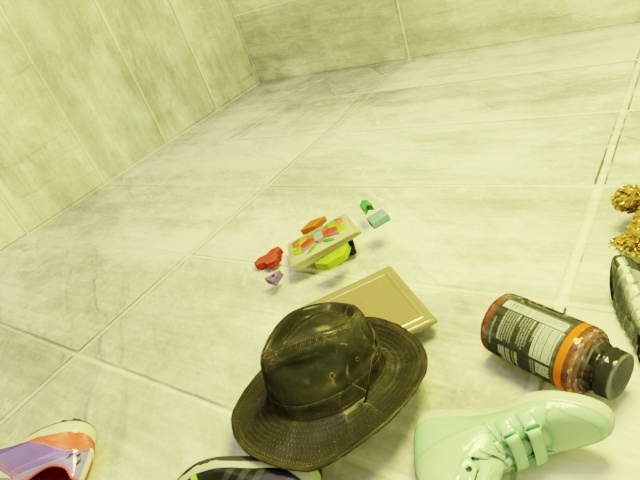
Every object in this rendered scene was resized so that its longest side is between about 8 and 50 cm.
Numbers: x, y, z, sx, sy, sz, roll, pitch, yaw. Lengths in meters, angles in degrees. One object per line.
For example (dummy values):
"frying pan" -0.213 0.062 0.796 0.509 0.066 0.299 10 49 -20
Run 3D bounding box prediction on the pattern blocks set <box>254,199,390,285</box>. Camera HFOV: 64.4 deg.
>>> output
"pattern blocks set" 0.000 0.000 1.221 0.325 0.026 0.285 -34 23 -9

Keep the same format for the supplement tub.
"supplement tub" 0.348 0.158 0.757 0.106 0.106 0.198 -35 34 -23

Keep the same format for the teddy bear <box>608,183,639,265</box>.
"teddy bear" 0.659 -0.057 0.912 0.338 0.113 0.245 -31 34 -18

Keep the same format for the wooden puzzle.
"wooden puzzle" 0.083 0.152 0.993 0.221 0.044 0.238 -24 26 -6

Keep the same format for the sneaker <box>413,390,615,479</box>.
"sneaker" 0.239 0.280 0.633 0.256 0.094 0.151 -18 23 24

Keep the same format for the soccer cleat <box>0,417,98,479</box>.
"soccer cleat" -0.549 0.420 0.877 0.319 0.108 0.116 -20 34 -5

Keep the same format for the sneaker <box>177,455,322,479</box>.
"sneaker" -0.107 0.364 0.716 0.235 0.084 0.097 -15 32 10

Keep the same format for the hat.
"hat" -0.006 0.182 0.794 0.332 0.133 0.331 -17 25 8

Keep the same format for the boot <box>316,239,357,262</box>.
"boot" 0.033 0.018 1.236 0.099 0.045 0.121 -22 28 8

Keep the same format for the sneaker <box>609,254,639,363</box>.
"sneaker" 0.530 0.109 0.762 0.132 0.086 0.228 -6 43 14
